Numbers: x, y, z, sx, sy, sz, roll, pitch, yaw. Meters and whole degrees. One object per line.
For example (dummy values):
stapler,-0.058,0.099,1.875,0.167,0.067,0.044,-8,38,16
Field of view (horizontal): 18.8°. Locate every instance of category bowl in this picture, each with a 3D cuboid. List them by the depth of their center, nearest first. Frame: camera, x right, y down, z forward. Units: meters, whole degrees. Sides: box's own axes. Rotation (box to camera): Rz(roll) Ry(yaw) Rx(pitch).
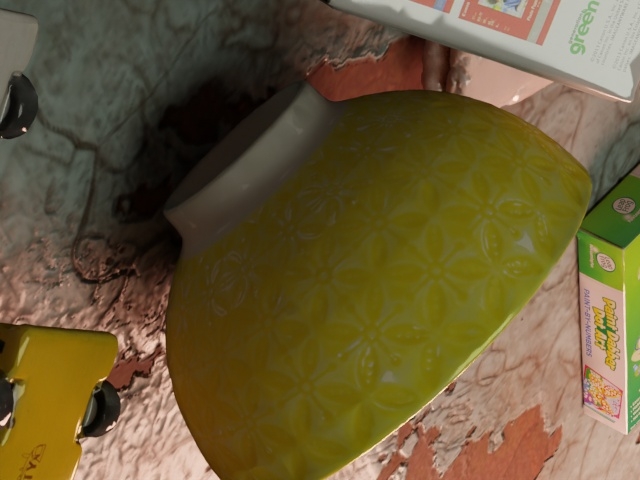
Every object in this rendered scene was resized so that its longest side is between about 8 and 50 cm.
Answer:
bowl,0.000,0.000,1.142,0.156,0.289,0.289,46,70,-11

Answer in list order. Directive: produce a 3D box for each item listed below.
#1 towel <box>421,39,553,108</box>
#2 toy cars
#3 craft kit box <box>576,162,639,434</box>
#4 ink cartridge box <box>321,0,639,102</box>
towel,0.191,-0.263,1.332,0.332,0.053,0.317,-29,135,-40
toy cars,-0.201,0.044,0.998,0.176,0.087,0.393,-40,139,-33
craft kit box,0.323,0.009,1.723,0.250,0.061,0.246,-42,141,-27
ink cartridge box,0.094,-0.269,1.078,0.272,0.130,0.309,16,103,-24
